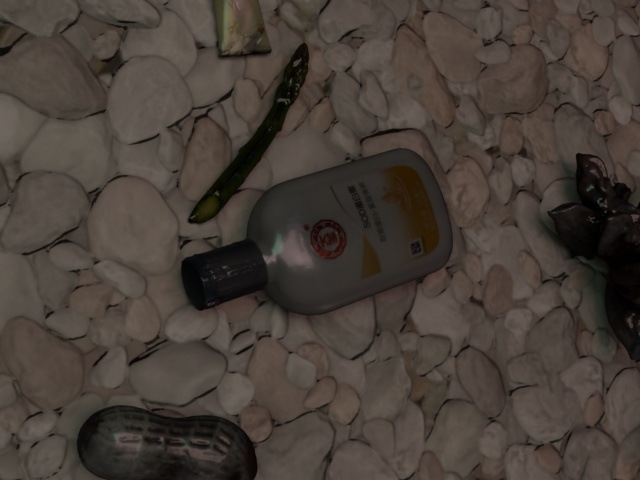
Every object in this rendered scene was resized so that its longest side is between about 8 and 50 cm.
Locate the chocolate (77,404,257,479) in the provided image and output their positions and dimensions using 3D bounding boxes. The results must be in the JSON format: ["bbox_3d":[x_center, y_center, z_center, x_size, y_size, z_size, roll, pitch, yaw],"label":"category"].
[{"bbox_3d":[-0.135,0.189,0.799,0.167,0.072,0.072,12,76,-22],"label":"chocolate"}]

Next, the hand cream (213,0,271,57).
[{"bbox_3d":[-0.092,-0.263,0.922,0.061,0.039,0.143,-14,92,-30],"label":"hand cream"}]

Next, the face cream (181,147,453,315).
[{"bbox_3d":[0.000,0.000,0.899,0.291,0.071,0.144,-17,89,-27],"label":"face cream"}]

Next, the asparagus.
[{"bbox_3d":[-0.064,-0.109,0.911,0.034,0.027,0.236,41,66,-26],"label":"asparagus"}]

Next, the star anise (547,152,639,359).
[{"bbox_3d":[0.388,0.018,1.070,0.212,0.129,0.283,-26,97,-44],"label":"star anise"}]
